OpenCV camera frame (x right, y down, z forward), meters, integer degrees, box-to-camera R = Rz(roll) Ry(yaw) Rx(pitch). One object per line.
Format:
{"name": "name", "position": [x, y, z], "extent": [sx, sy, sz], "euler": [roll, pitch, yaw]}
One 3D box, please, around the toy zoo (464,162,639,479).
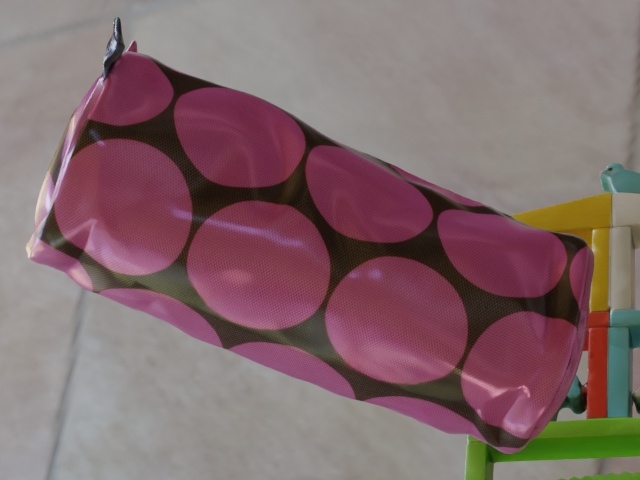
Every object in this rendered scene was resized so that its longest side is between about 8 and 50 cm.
{"name": "toy zoo", "position": [0.200, 0.065, 1.300], "extent": [0.192, 0.030, 0.293], "euler": [-5, 49, 15]}

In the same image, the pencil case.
{"name": "pencil case", "position": [0.000, 0.000, 0.714], "extent": [0.098, 0.209, 0.095], "euler": [-67, 3, -48]}
